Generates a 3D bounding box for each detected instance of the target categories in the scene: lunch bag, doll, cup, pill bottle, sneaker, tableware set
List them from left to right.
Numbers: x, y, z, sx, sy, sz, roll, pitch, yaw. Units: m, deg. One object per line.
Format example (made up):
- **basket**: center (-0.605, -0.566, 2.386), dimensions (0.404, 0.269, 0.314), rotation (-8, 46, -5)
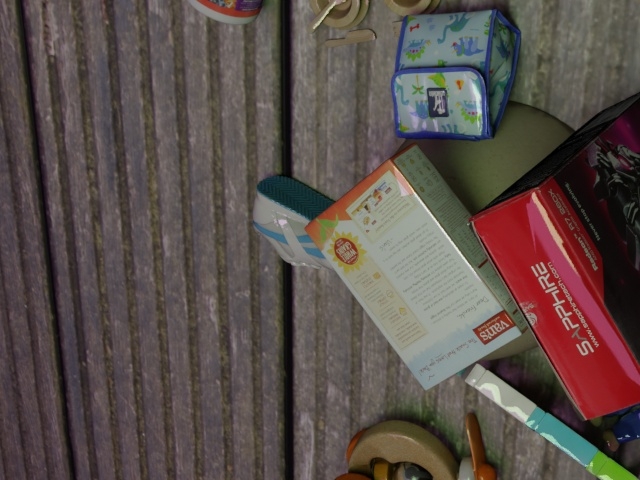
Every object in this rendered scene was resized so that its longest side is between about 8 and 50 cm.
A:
- **pill bottle**: center (-0.100, -0.387, 1.472), dimensions (0.108, 0.108, 0.193), rotation (36, 127, 14)
- **sneaker**: center (0.000, 0.000, 1.614), dimensions (0.229, 0.087, 0.092), rotation (36, 134, 24)
- **tableware set**: center (0.062, -0.314, 1.442), dimensions (0.194, 0.039, 0.128), rotation (-2, 111, 35)
- **lunch bag**: center (0.158, -0.193, 1.366), dimensions (0.129, 0.096, 0.151), rotation (4, 81, 35)
- **cup**: center (0.178, 0.018, 1.398), dimensions (0.331, 0.237, 0.331), rotation (14, 119, 27)
- **doll**: center (0.433, 0.199, 1.435), dimensions (0.189, 0.046, 0.129), rotation (-39, 78, 33)

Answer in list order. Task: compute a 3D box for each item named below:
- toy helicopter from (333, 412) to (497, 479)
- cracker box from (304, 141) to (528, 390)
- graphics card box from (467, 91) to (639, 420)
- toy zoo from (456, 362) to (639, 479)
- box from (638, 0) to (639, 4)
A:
- **toy helicopter**: center (0.196, 0.399, 1.666), dimensions (0.235, 0.140, 0.355), rotation (-36, 100, 31)
- **cracker box**: center (0.111, 0.031, 1.252), dimensions (0.156, 0.067, 0.232), rotation (-38, 88, 40)
- **graphics card box**: center (0.321, -0.003, 1.204), dimensions (0.094, 0.371, 0.232), rotation (-28, 94, 40)
- **toy zoo**: center (0.283, 0.234, 1.475), dimensions (0.293, 0.192, 0.030), rotation (36, 89, 16)
- **box**: center (0.354, -0.373, 1.164), dimensions (0.148, 0.121, 0.311), rotation (-29, 94, 41)
